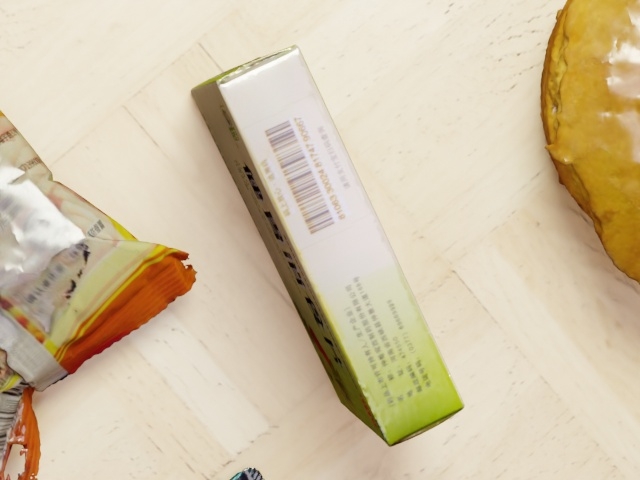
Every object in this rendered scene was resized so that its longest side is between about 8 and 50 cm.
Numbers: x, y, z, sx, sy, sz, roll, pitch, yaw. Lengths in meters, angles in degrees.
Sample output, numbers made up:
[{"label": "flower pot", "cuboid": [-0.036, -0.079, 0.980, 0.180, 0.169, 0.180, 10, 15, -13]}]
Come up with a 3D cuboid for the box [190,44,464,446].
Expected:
[{"label": "box", "cuboid": [0.000, -0.001, 1.086, 0.062, 0.175, 0.260, -25, 98, -7]}]

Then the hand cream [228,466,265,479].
[{"label": "hand cream", "cuboid": [-0.131, 0.283, 1.153, 0.270, 0.061, 0.120, -31, 93, -13]}]

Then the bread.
[{"label": "bread", "cuboid": [0.306, -0.102, 1.134, 0.312, 0.172, 0.312, -1, 97, -5]}]

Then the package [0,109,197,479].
[{"label": "package", "cuboid": [-0.244, 0.007, 1.085, 0.288, 0.108, 0.223, 40, 86, -7]}]
